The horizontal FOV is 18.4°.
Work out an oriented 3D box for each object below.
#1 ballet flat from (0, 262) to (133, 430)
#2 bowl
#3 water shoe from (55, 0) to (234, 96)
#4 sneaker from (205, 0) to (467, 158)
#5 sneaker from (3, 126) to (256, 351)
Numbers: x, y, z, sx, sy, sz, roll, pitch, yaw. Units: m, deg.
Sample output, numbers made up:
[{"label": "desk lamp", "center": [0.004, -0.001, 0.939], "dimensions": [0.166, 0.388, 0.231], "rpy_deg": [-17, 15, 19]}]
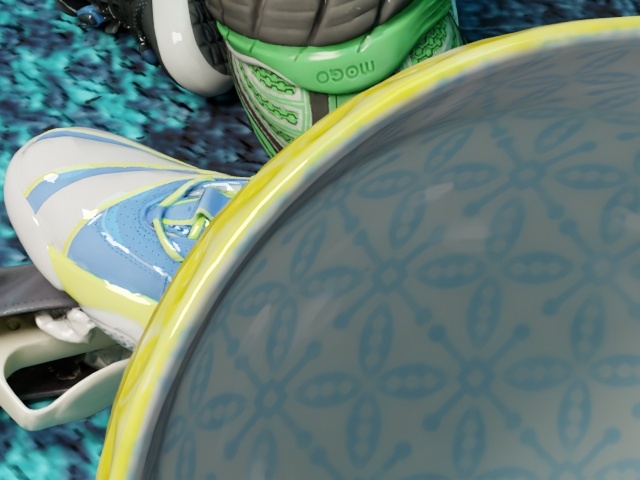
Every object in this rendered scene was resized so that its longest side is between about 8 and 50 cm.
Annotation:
[{"label": "ballet flat", "center": [-0.134, 0.046, 0.755], "dimensions": [0.203, 0.074, 0.074], "rpy_deg": [-10, 37, -21]}, {"label": "bowl", "center": [0.061, 0.074, 0.576], "dimensions": [0.289, 0.289, 0.156], "rpy_deg": [-13, 13, -16]}, {"label": "water shoe", "center": [-0.093, -0.125, 1.004], "dimensions": [0.080, 0.073, 0.203], "rpy_deg": [-29, 38, 9]}, {"label": "sneaker", "center": [0.003, -0.101, 0.913], "dimensions": [0.134, 0.146, 0.343], "rpy_deg": [-10, 21, 5]}, {"label": "sneaker", "center": [0.000, 0.000, 0.714], "dimensions": [0.240, 0.126, 0.091], "rpy_deg": [31, 40, 7]}]
